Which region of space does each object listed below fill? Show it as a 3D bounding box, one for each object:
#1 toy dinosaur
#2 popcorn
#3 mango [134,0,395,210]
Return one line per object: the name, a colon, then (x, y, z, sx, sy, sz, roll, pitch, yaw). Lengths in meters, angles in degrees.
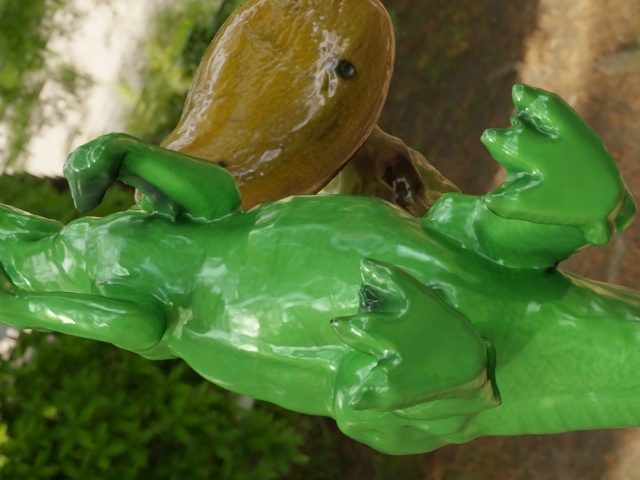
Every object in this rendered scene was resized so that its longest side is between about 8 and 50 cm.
toy dinosaur: (0.058, 0.072, 0.763, 0.374, 0.500, 0.144, -18, 51, 58)
popcorn: (-0.005, 0.016, 1.710, 0.312, 0.312, 0.312, -49, 27, 36)
mango: (-0.039, -0.112, 1.354, 0.177, 0.120, 0.295, 14, 59, 30)
